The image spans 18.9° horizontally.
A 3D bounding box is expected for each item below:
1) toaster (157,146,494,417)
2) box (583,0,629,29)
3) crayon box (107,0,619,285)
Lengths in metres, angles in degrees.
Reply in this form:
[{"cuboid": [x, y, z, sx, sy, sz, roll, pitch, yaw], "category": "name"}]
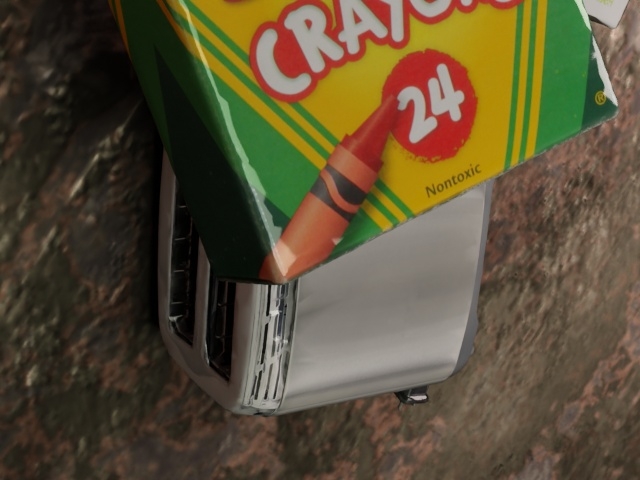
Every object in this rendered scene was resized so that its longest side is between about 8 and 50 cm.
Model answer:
[{"cuboid": [0.000, 0.000, 1.022, 0.146, 0.129, 0.227, -12, 122, -30], "category": "toaster"}, {"cuboid": [0.141, -0.295, 1.022, 0.232, 0.058, 0.322, 16, 104, -43], "category": "box"}, {"cuboid": [-0.008, -0.163, 0.872, 0.202, 0.081, 0.318, -27, 103, -24], "category": "crayon box"}]
